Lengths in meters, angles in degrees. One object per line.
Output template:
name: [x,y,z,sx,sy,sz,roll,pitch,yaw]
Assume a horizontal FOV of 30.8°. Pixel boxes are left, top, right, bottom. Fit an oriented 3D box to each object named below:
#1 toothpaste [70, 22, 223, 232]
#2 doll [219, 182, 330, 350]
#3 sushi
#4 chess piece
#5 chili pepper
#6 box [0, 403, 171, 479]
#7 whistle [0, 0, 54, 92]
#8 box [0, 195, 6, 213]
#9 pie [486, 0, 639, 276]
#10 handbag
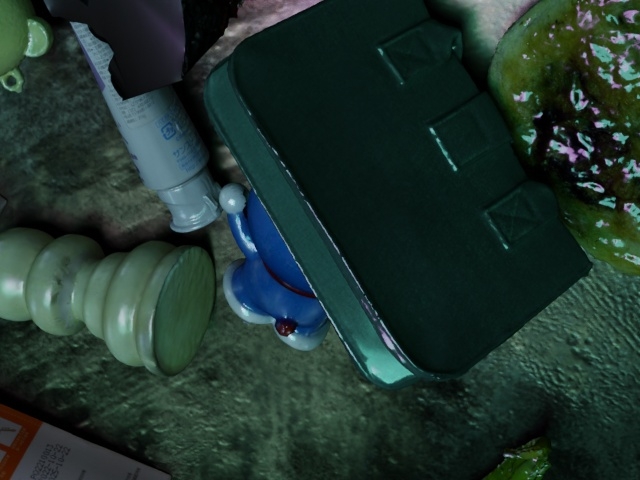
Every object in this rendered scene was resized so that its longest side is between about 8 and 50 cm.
toothpaste: [-0.179,-0.147,1.133,0.073,0.114,0.299,-15,118,19]
doll: [0.000,0.000,1.137,0.215,0.161,0.257,24,141,-11]
sushi: [-0.142,-0.242,1.029,0.153,0.150,0.172,-15,113,25]
chess piece: [-0.257,0.051,1.253,0.251,0.144,0.144,12,122,18]
chili pepper: [0.169,0.322,1.297,0.085,0.076,0.359,9,129,-18]
box: [-0.388,0.339,1.434,0.341,0.143,0.225,23,124,-4]
whistle: [-0.369,-0.267,1.119,0.131,0.106,0.288,-23,110,21]
box: [-0.452,0.047,1.305,0.067,0.149,0.233,34,124,-6]
pie: [0.286,-0.100,0.999,0.323,0.070,0.323,14,129,18]
handbag: [0.067,-0.055,0.990,0.326,0.238,0.089,58,150,0]
